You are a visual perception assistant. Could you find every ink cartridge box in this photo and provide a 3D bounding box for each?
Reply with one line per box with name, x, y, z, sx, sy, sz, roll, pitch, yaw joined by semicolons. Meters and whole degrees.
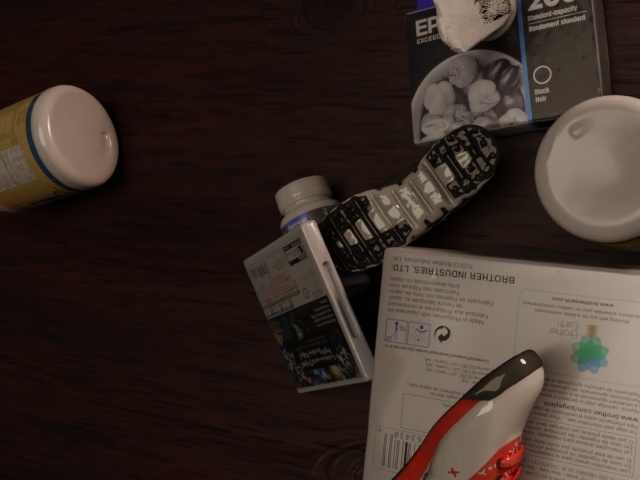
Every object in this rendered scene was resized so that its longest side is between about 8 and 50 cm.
ink cartridge box;0.186;0.213;0.818;0.270;0.151;0.396;5;89;31
ink cartridge box;0.192;-0.216;0.904;0.206;0.045;0.208;-8;81;29

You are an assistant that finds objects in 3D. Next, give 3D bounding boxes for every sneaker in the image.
sneaker;0.095;-0.035;0.910;0.234;0.106;0.078;-35;79;17
sneaker;0.136;0.228;0.714;0.145;0.090;0.270;46;113;24

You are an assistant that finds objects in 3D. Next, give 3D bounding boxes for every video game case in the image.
video game case;-0.016;0.080;0.940;0.190;0.022;0.173;-29;83;63

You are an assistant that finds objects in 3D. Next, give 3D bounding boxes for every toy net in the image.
toy net;0.193;-0.274;0.866;0.122;0.045;0.232;22;75;11

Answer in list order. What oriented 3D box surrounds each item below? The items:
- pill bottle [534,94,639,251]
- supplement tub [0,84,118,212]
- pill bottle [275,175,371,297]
pill bottle;0.272;-0.050;0.747;0.117;0.215;0.117;-2;86;30
supplement tub;-0.397;-0.120;1.180;0.199;0.144;0.144;-14;80;29
pill bottle;0.000;0.000;0.981;0.078;0.078;0.137;-28;74;26
